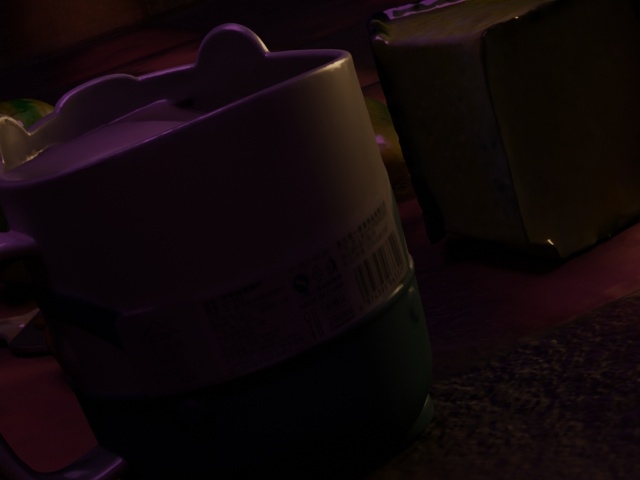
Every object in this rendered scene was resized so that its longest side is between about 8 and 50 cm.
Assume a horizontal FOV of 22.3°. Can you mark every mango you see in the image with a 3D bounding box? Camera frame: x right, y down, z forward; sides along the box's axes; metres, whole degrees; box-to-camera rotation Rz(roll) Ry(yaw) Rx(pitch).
[{"bbox_3d":[0.023,-0.089,1.573,0.122,0.086,0.191,-16,14,-6],"label":"mango"}]

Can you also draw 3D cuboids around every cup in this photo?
[{"bbox_3d":[-0.082,0.033,0.942,0.289,0.258,0.219,-25,17,-25],"label":"cup"}]

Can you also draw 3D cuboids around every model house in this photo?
[{"bbox_3d":[0.139,-0.098,1.266,0.170,0.194,0.211,-30,22,-29],"label":"model house"}]

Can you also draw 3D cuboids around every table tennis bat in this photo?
[{"bbox_3d":[-0.239,0.070,1.437,0.246,0.022,0.138,-12,17,17],"label":"table tennis bat"}]

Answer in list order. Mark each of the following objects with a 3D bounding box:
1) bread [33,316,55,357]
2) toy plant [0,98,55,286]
[{"bbox_3d":[-0.114,0.052,1.240,0.344,0.084,0.124,-5,20,41],"label":"bread"},{"bbox_3d":[-0.199,-0.063,1.635,0.315,0.185,0.224,-11,-10,-28],"label":"toy plant"}]
